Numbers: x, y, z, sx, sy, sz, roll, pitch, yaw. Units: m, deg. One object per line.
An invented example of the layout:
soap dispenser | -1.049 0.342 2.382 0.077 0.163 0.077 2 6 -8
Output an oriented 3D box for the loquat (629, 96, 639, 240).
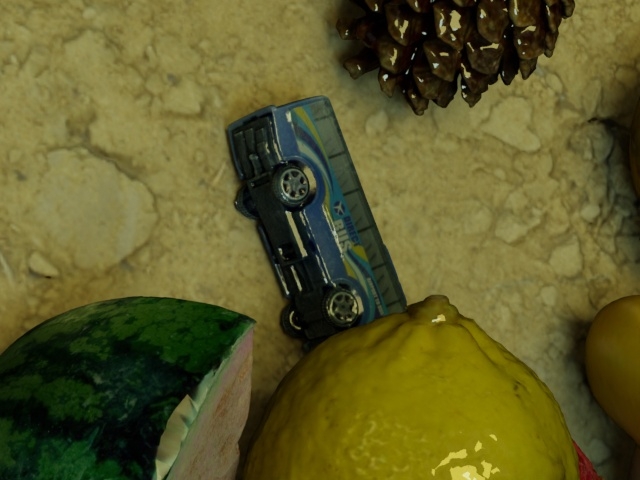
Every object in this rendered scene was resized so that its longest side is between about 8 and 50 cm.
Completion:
loquat | 0.372 -0.076 1.687 0.213 0.213 0.246 32 94 -20

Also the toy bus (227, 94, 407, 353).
toy bus | 0.003 -0.001 1.539 0.094 0.079 0.236 -22 92 -32

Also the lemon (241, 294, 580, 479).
lemon | 0.071 0.200 1.406 0.268 0.268 0.321 16 99 -26

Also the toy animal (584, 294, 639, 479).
toy animal | 0.389 0.184 1.584 0.247 0.277 0.345 -14 89 -12

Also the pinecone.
pinecone | 0.120 -0.203 1.590 0.184 0.204 0.179 27 26 -20

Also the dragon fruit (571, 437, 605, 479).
dragon fruit | 0.165 0.281 1.563 0.126 0.161 0.274 27 51 -58

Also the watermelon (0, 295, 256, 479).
watermelon | -0.202 0.211 1.351 0.222 0.319 0.292 26 50 17
